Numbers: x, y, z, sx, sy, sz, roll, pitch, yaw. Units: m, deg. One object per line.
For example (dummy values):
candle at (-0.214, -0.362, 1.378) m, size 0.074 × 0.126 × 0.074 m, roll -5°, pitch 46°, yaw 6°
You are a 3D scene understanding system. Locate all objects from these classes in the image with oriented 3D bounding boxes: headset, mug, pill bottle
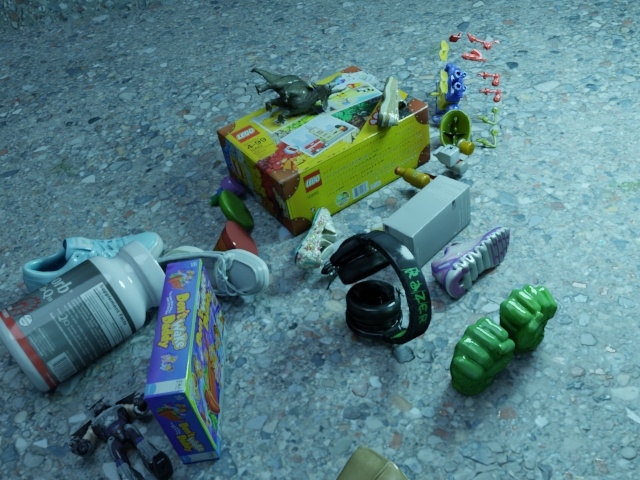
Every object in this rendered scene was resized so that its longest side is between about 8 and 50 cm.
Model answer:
headset at (0.125, 0.084, 1.431) m, size 0.185 × 0.243 × 0.394 m, roll -22°, pitch 16°, yaw -26°
mug at (0.161, -0.021, 1.648) m, size 0.064 × 0.062 × 0.078 m, roll -10°, pitch 7°, yaw 14°
pill bottle at (-0.546, 0.166, 1.499) m, size 0.363 × 0.210 × 0.210 m, roll -35°, pitch 46°, yaw -25°

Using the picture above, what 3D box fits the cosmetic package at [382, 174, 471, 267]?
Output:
cosmetic package at (0.268, -0.045, 1.603) m, size 0.107 × 0.127 × 0.238 m, roll 25°, pitch 55°, yaw 36°

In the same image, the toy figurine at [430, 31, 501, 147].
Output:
toy figurine at (0.435, -0.434, 2.003) m, size 0.191 × 0.217 × 0.363 m, roll 1°, pitch 85°, yaw -6°

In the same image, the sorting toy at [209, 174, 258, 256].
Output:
sorting toy at (-0.268, -0.042, 1.773) m, size 0.126 × 0.127 × 0.365 m, roll -38°, pitch 35°, yaw 16°

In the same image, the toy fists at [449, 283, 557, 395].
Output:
toy fists at (0.371, 0.196, 1.295) m, size 0.279 × 0.142 × 0.096 m, roll -32°, pitch 45°, yaw -21°

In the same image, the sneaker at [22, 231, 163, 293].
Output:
sneaker at (-0.600, 0.048, 1.688) m, size 0.366 × 0.150 × 0.135 m, roll -27°, pitch 44°, yaw -16°

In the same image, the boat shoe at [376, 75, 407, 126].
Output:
boat shoe at (0.201, -0.375, 1.755) m, size 0.072 × 0.068 × 0.190 m, roll 11°, pitch 55°, yaw 5°

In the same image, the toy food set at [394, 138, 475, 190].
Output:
toy food set at (0.318, -0.206, 1.780) m, size 0.232 × 0.111 × 0.104 m, roll -40°, pitch 48°, yaw -24°

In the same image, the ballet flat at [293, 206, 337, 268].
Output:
ballet flat at (0.000, 0.000, 1.643) m, size 0.077 × 0.091 × 0.241 m, roll 13°, pitch 39°, yaw 10°

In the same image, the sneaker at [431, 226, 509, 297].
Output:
sneaker at (0.353, 0.033, 1.526) m, size 0.236 × 0.095 × 0.104 m, roll -35°, pitch 38°, yaw -23°

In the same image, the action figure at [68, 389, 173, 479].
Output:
action figure at (-0.401, 0.396, 1.294) m, size 0.185 × 0.099 × 0.285 m, roll -42°, pitch 45°, yaw -18°

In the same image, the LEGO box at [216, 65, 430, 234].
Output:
LEGO box at (0.014, -0.282, 1.877) m, size 0.500 × 0.193 × 0.372 m, roll -30°, pitch 45°, yaw -20°

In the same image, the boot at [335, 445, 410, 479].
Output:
boot at (0.073, 0.501, 1.069) m, size 0.236 × 0.089 × 0.269 m, roll 25°, pitch 52°, yaw 34°

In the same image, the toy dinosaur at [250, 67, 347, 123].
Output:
toy dinosaur at (-0.084, -0.425, 1.850) m, size 0.160 × 0.121 × 0.313 m, roll -26°, pitch 37°, yaw -34°

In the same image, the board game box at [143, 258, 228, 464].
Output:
board game box at (-0.266, 0.243, 1.327) m, size 0.078 × 0.233 × 0.347 m, roll -9°, pitch 42°, yaw 4°

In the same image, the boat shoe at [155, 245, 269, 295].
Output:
boat shoe at (-0.271, 0.079, 1.579) m, size 0.320 × 0.118 × 0.103 m, roll 11°, pitch 18°, yaw 29°
